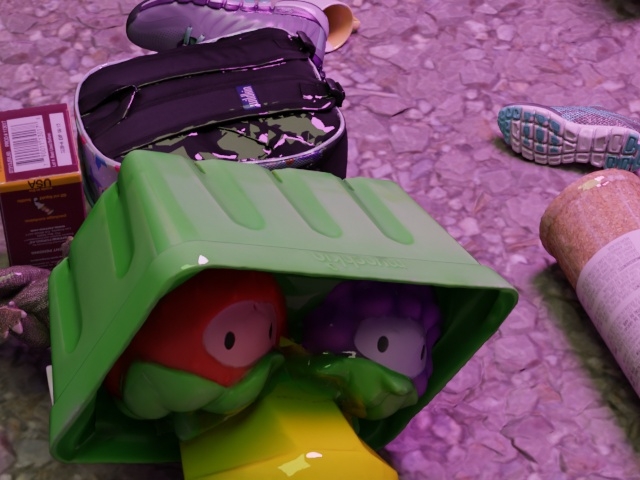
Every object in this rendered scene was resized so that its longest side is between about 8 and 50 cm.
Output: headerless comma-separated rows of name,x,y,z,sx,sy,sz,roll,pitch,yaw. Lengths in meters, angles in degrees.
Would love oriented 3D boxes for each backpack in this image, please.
backpack,-0.120,-0.094,1.677,0.253,0.191,0.225,-8,42,-18

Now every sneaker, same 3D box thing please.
sneaker,-0.102,-0.215,1.810,0.223,0.083,0.098,0,49,-1
sneaker,0.275,-0.119,1.801,0.166,0.065,0.076,15,32,10

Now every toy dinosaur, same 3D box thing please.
toy dinosaur,-0.243,0.058,1.539,0.313,0.160,0.121,-15,76,14

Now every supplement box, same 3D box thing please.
supplement box,-0.268,-0.026,1.615,0.080,0.188,0.104,-9,47,-9

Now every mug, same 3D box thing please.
mug,-0.001,-0.255,1.934,0.062,0.078,0.064,-50,48,0

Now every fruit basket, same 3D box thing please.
fruit basket,-0.024,0.136,1.360,0.392,0.283,0.392,24,36,-19

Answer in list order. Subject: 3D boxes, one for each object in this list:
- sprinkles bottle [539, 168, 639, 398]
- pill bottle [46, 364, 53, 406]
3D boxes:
sprinkles bottle,0.328,0.088,1.550,0.121,0.121,0.355,-15,48,-14
pill bottle,-0.161,0.134,1.527,0.169,0.094,0.094,-10,47,-9
